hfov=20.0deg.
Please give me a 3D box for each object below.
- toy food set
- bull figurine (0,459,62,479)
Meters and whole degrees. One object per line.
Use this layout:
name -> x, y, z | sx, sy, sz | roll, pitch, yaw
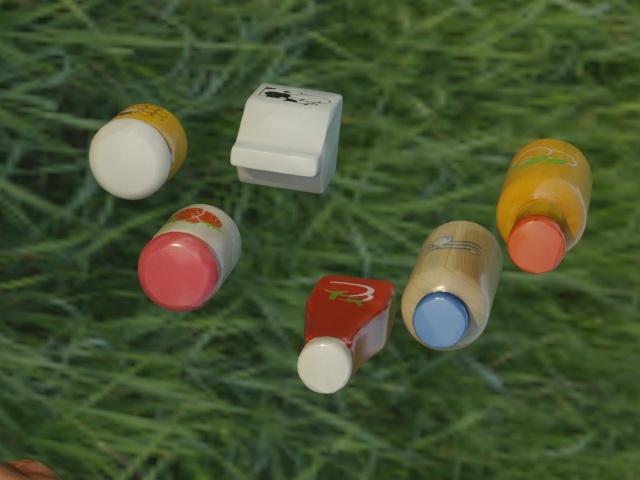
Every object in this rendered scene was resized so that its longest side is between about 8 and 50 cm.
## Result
toy food set -> 0.000, 0.000, 0.820 | 0.104, 0.232, 0.111 | -60, 158, -70
bull figurine -> -0.168, 0.164, 0.632 | 0.101, 0.188, 0.310 | -55, -166, 30
